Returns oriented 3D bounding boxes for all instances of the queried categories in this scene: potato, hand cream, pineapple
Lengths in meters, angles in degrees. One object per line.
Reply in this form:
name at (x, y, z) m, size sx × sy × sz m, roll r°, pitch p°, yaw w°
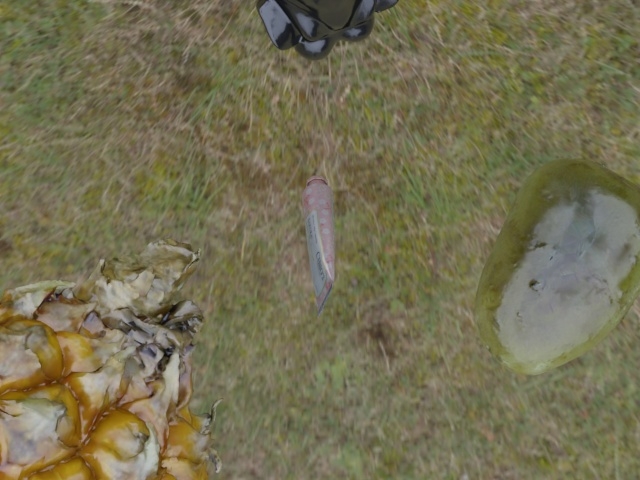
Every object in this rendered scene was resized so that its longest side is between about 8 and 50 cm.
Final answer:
potato at (0.319, 0.037, 1.616) m, size 0.210 × 0.173 × 0.307 m, roll 31°, pitch 81°, yaw 17°
hand cream at (0.000, 0.000, 1.643) m, size 0.043 × 0.210 × 0.067 m, roll 10°, pitch 137°, yaw -15°
pineapple at (-0.131, 0.149, 0.751) m, size 0.286 × 0.209 × 0.344 m, roll -46°, pitch 146°, yaw -2°

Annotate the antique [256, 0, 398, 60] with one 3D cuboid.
antique at (-0.022, -0.380, 1.529) m, size 0.185 × 0.322 × 0.255 m, roll -25°, pitch 78°, yaw -4°
